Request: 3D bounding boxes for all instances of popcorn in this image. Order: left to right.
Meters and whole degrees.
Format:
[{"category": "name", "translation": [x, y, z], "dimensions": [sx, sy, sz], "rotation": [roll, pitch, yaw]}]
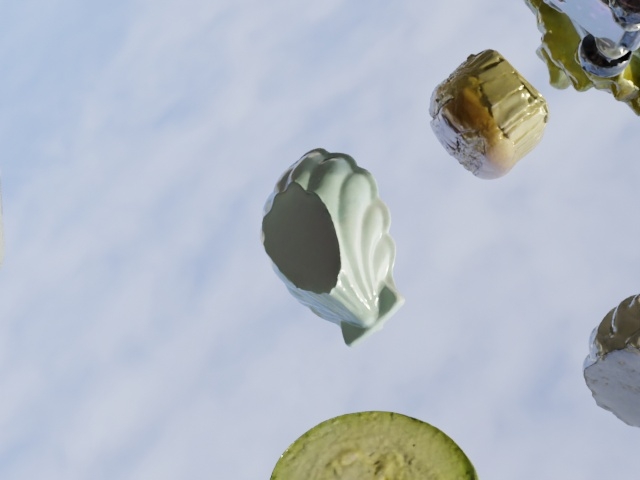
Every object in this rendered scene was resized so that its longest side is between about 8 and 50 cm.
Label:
[{"category": "popcorn", "translation": [0.401, -0.324, 1.802], "dimensions": [0.312, 0.312, 0.312], "rotation": [-25, -138, 24]}]

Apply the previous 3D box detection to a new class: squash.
[{"category": "squash", "translation": [0.060, 0.307, 1.614], "dimensions": [0.252, 0.049, 0.252], "rotation": [-3, -117, 6]}]

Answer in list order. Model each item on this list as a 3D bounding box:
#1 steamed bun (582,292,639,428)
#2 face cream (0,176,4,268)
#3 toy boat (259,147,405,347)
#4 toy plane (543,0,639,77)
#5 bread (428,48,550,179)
[{"category": "steamed bun", "translation": [0.350, 0.118, 1.401], "dimensions": [0.183, 0.183, 0.106], "rotation": [1, -135, 43]}, {"category": "face cream", "translation": [-0.457, 0.004, 1.836], "dimensions": [0.101, 0.252, 0.101], "rotation": [3, -152, -1]}, {"category": "toy boat", "translation": [0.000, 0.000, 1.911], "dimensions": [0.199, 0.100, 0.290], "rotation": [-46, -122, 24]}, {"category": "toy plane", "translation": [0.201, -0.204, 1.054], "dimensions": [0.255, 0.251, 0.101], "rotation": [34, -111, 7]}, {"category": "bread", "translation": [0.203, -0.151, 1.771], "dimensions": [0.106, 0.140, 0.236], "rotation": [-40, 174, -4]}]
